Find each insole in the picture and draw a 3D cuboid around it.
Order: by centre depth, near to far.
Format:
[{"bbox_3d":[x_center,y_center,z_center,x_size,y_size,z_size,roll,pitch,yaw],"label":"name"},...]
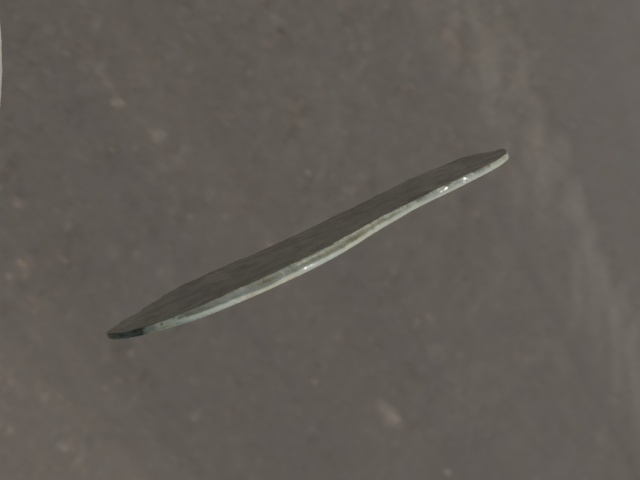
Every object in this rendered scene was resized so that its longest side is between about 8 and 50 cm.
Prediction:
[{"bbox_3d":[0.000,0.000,0.733,0.193,0.065,0.006,-26,100,-37],"label":"insole"}]

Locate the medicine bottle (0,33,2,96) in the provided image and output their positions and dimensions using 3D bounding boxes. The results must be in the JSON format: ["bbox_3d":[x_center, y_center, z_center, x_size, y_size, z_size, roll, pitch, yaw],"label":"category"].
[{"bbox_3d":[-0.348,-0.092,0.827,0.384,0.224,0.224,-12,128,-22],"label":"medicine bottle"}]
